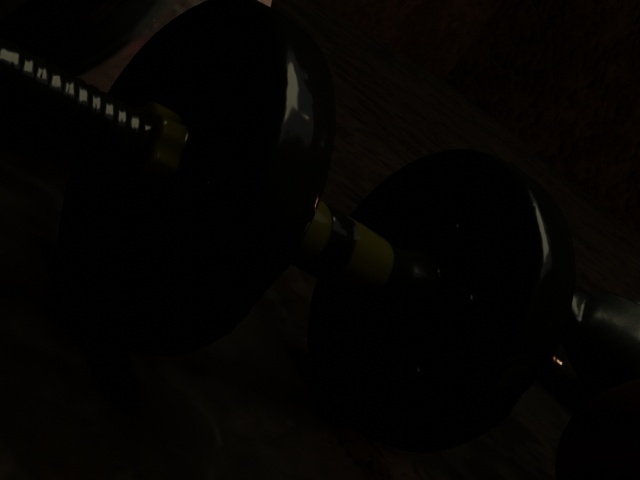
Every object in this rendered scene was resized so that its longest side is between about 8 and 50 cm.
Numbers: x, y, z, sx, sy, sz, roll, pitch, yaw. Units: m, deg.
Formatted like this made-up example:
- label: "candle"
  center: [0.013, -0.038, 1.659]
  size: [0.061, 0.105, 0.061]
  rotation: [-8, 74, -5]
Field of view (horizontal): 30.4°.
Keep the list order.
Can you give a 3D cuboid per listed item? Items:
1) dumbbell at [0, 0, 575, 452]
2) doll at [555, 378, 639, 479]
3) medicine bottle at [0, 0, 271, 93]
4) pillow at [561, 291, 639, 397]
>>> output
- label: "dumbbell"
  center: [0.000, 0.000, 0.497]
  size: [0.325, 0.143, 0.143]
  rotation: [27, 16, -37]
- label: "doll"
  center: [0.296, 0.118, 0.603]
  size: [0.340, 0.318, 0.209]
  rotation: [-28, 101, -41]
- label: "medicine bottle"
  center: [-0.156, -0.172, 0.501]
  size: [0.242, 0.242, 0.395]
  rotation: [43, 8, 26]
- label: "pillow"
  center: [0.285, 0.115, 0.927]
  size: [0.250, 0.106, 0.186]
  rotation: [11, 32, -53]
